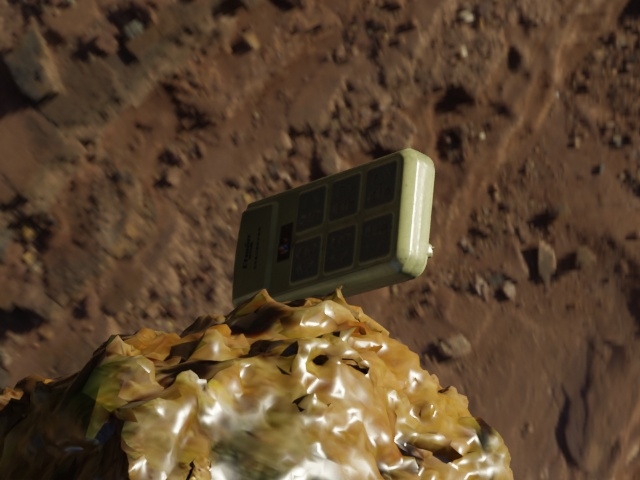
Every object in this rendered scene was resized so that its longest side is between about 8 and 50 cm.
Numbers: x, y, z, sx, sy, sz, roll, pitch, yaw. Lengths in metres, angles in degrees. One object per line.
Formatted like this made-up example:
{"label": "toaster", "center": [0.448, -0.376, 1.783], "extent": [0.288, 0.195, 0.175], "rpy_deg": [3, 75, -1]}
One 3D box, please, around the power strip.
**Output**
{"label": "power strip", "center": [0.000, 0.000, 0.884], "extent": [0.169, 0.028, 0.076], "rpy_deg": [-18, 59, 47]}

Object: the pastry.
{"label": "pastry", "center": [-0.063, 0.123, 0.545], "extent": [0.275, 0.193, 0.275], "rpy_deg": [-20, 38, 17]}
